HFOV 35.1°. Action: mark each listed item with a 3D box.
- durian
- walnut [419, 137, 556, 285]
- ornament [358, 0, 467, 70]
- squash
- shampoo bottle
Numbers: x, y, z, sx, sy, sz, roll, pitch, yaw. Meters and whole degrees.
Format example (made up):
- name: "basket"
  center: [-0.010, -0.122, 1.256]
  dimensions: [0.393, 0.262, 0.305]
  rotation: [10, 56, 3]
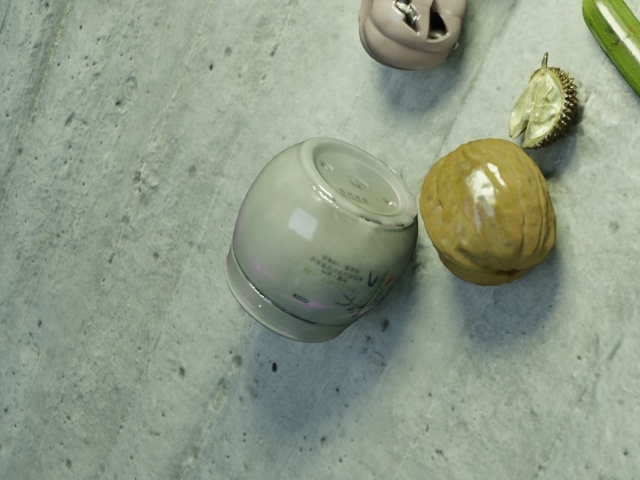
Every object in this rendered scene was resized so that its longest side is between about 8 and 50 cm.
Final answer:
- name: "durian"
  center: [0.327, -0.196, 1.445]
  dimensions: [0.110, 0.071, 0.140]
  rotation: [16, 99, 51]
- name: "walnut"
  center: [0.237, -0.044, 1.451]
  dimensions: [0.213, 0.213, 0.213]
  rotation: [1, 92, 39]
- name: "ornament"
  center: [0.146, -0.342, 1.530]
  dimensions: [0.177, 0.177, 0.177]
  rotation: [1, 92, 39]
- name: "squash"
  center: [0.430, -0.246, 1.364]
  dimensions: [0.066, 0.066, 0.229]
  rotation: [-43, 64, 31]
- name: "shampoo bottle"
  center: [0.000, 0.000, 1.587]
  dimensions: [0.273, 0.273, 0.266]
  rotation: [50, 125, 27]
